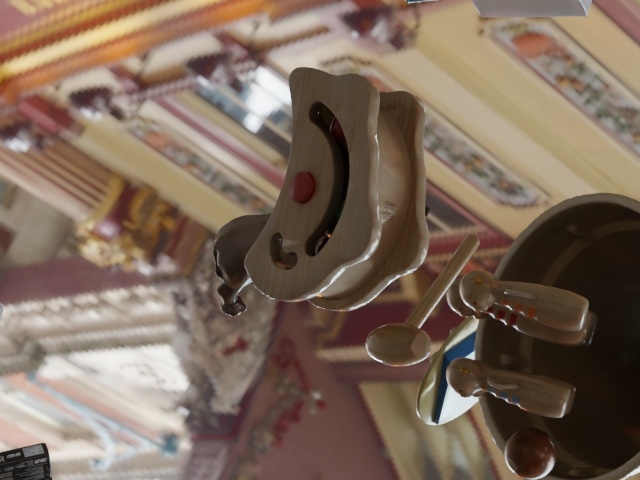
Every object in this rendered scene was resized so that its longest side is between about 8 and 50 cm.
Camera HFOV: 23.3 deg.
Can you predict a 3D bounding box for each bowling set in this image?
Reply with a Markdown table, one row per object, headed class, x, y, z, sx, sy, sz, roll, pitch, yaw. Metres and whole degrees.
| class | x | y | z | sx | sy | sz | roll | pitch | yaw |
| --- | --- | --- | --- | --- | --- | --- | --- | --- | --- |
| bowling set | 0.187 | 0.135 | 1.608 | 0.154 | 0.287 | 0.199 | 15 | -97 | 14 |

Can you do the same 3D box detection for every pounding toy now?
| class | x | y | z | sx | sy | sz | roll | pitch | yaw |
| --- | --- | --- | --- | --- | --- | --- | --- | --- | --- |
| pounding toy | 0.037 | -0.014 | 1.396 | 0.154 | 0.155 | 0.269 | -13 | -108 | 42 |

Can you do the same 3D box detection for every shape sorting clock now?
| class | x | y | z | sx | sy | sz | roll | pitch | yaw |
| --- | --- | --- | --- | --- | --- | --- | --- | --- | --- |
| shape sorting clock | 0.198 | 0.156 | 2.033 | 0.040 | 0.206 | 0.206 | 42 | -83 | 27 |

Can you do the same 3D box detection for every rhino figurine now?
| class | x | y | z | sx | sy | sz | roll | pitch | yaw |
| --- | --- | --- | --- | --- | --- | --- | --- | --- | --- |
| rhino figurine | 0.000 | 0.000 | 1.637 | 0.243 | 0.106 | 0.073 | -15 | -134 | -1 |

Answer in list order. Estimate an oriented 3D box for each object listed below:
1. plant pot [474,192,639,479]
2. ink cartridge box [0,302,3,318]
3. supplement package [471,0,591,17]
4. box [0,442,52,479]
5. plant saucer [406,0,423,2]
| class | x | y | z | sx | sy | sz | roll | pitch | yaw |
| --- | --- | --- | --- | --- | --- | --- | --- | --- | --- |
| plant pot | 0.404 | 0.138 | 1.804 | 0.334 | 0.305 | 0.333 | -22 | -118 | 49 |
| ink cartridge box | -0.382 | 0.130 | 1.189 | 0.114 | 0.197 | 0.273 | -30 | -143 | 41 |
| supplement package | 0.189 | -0.294 | 1.338 | 0.105 | 0.105 | 0.179 | 5 | -115 | 31 |
| box | -0.276 | 0.216 | 1.355 | 0.018 | 0.083 | 0.067 | -125 | -152 | -53 |
| plant saucer | 0.127 | -0.369 | 1.770 | 0.018 | 0.067 | 0.192 | 24 | -65 | 36 |
